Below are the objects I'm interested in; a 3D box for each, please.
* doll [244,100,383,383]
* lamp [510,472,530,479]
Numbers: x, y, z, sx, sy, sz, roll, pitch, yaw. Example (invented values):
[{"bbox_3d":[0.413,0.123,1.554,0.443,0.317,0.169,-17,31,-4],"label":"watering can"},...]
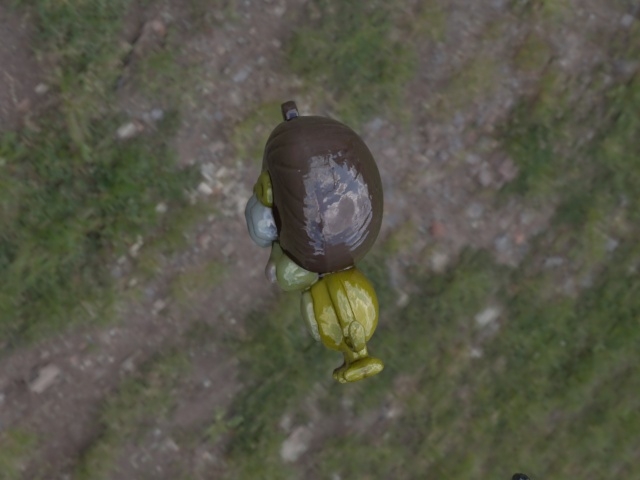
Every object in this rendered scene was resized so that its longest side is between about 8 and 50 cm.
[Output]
[{"bbox_3d":[0.000,0.000,0.873,0.096,0.188,0.145,-12,153,1],"label":"doll"},{"bbox_3d":[0.100,0.368,1.195,0.272,0.374,0.205,10,127,-11],"label":"lamp"}]
